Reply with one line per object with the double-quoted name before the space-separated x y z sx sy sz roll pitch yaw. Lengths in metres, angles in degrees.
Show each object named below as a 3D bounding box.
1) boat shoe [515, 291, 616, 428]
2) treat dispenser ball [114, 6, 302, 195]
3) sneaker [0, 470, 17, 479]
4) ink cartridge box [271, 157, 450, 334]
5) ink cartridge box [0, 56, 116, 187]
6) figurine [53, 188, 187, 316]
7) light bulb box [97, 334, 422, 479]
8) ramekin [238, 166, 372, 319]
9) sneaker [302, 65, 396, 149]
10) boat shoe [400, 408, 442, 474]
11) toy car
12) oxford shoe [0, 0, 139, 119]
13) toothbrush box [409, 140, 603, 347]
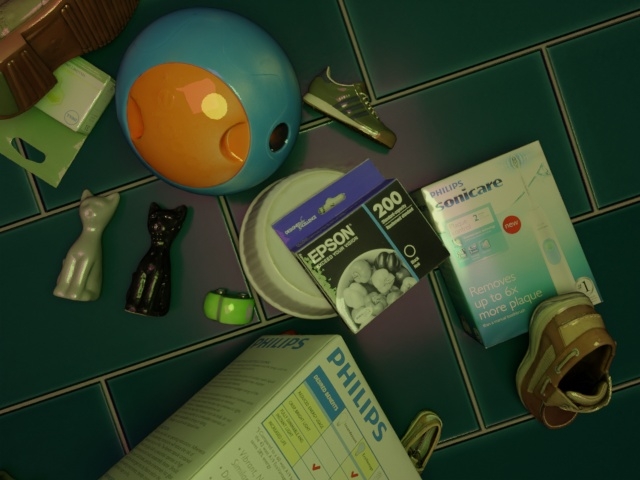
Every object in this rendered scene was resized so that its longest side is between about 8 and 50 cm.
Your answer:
"boat shoe" 0.409 0.232 0.790 0.123 0.116 0.324 -20 128 -1
"treat dispenser ball" -0.173 -0.216 0.762 0.288 0.288 0.288 0 92 0
"sneaker" -0.519 0.522 0.880 0.272 0.100 0.108 24 86 0
"ink cartridge box" 0.066 0.000 0.738 0.206 0.045 0.208 -37 89 -16
"ink cartridge box" -0.511 -0.242 0.880 0.171 0.056 0.235 33 89 -1
"figurine" -0.367 0.016 0.877 0.215 0.092 0.209 12 84 1
"light bulb box" -0.069 0.385 0.701 0.361 0.225 0.357 -38 105 -36
"ramekin" 0.000 0.000 0.812 0.273 0.127 0.272 2 80 -12
"sneaker" 0.066 -0.248 0.869 0.192 0.064 0.086 29 96 3
"boat shoe" 0.167 0.409 0.883 0.068 0.072 0.190 24 92 0
"toy car" -0.112 0.140 0.887 0.225 0.053 0.238 9 91 0
"oxford shoe" -0.459 -0.385 0.795 0.147 0.140 0.397 33 66 7
"toothbrush box" 0.319 0.005 0.846 0.216 0.126 0.295 -21 90 1
